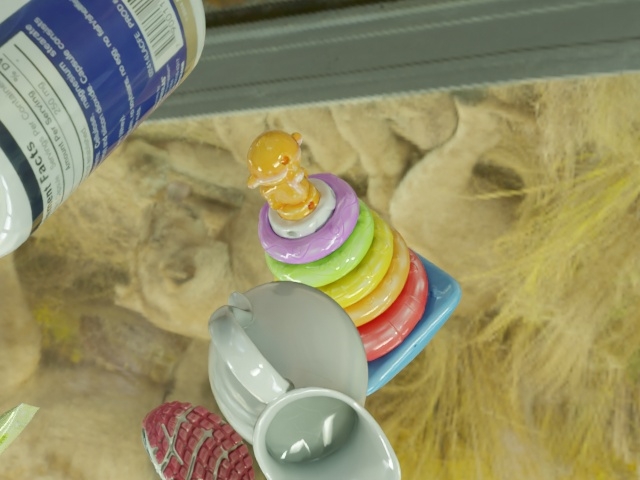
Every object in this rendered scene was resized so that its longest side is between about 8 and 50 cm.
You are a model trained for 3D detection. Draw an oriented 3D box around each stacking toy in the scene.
[{"bbox_3d":[0.000,0.000,0.909,0.166,0.175,0.302,34,164,43],"label":"stacking toy"}]

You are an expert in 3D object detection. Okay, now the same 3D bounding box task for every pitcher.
[{"bbox_3d":[-0.032,0.092,0.687,0.125,0.207,0.178,-32,113,1],"label":"pitcher"}]

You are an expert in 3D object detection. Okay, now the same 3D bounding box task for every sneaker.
[{"bbox_3d":[-0.139,0.339,1.207,0.112,0.121,0.299,-18,115,44],"label":"sneaker"}]

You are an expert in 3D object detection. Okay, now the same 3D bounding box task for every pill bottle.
[{"bbox_3d":[-0.198,-0.084,0.531,0.153,0.265,0.153,23,143,18],"label":"pill bottle"}]

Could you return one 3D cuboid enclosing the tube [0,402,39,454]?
[{"bbox_3d":[-0.466,0.296,1.176,0.070,0.240,0.062,28,157,54],"label":"tube"}]
